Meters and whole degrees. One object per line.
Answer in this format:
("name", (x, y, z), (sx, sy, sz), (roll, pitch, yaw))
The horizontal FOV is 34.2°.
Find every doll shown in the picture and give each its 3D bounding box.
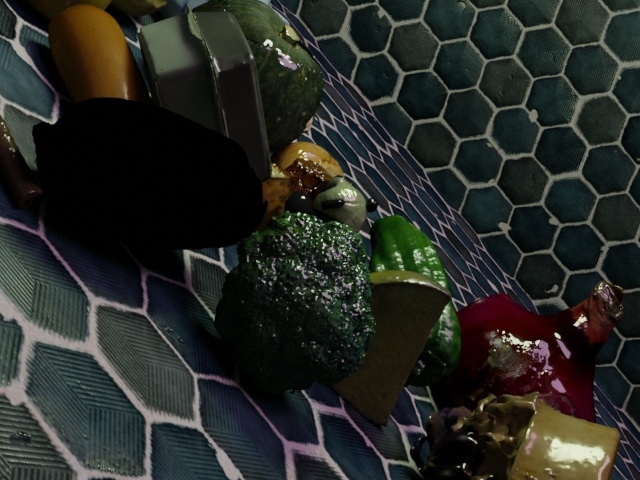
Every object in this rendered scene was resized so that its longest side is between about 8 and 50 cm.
("doll", (0.000, 0.002, 1.812), (0.143, 0.234, 0.135), (34, -10, -36))

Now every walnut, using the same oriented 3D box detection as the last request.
("walnut", (-0.032, -0.118, 2.103), (0.159, 0.159, 0.206), (57, 16, 21))

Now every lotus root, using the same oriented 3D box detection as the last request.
("lotus root", (-0.227, -0.087, 1.419), (0.397, 0.179, 0.196), (11, 28, -48))

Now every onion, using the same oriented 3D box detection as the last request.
("onion", (0.464, 0.252, 2.139), (0.398, 0.420, 0.398), (54, 7, -10))

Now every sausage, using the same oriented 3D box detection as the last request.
("sausage", (-0.323, -0.215, 1.616), (0.354, 0.116, 0.134), (63, 12, 27))

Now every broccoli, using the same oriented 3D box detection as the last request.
("broccoli", (-0.035, 0.091, 1.518), (0.270, 0.270, 0.270), (45, -14, -18))

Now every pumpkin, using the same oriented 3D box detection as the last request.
("pumpkin", (-0.146, -0.325, 2.050), (0.328, 0.257, 0.291), (48, 18, 6))

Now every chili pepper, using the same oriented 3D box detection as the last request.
("chili pepper", (0.141, 0.112, 1.971), (0.167, 0.213, 0.385), (28, 30, -24))

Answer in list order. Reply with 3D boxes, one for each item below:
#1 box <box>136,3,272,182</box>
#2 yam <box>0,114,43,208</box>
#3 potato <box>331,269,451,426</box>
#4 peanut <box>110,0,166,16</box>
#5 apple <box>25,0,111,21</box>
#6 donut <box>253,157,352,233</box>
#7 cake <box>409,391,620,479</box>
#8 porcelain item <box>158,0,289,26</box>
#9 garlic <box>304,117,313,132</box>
("box", (-0.185, -0.215, 1.687), (0.221, 0.166, 0.291), (-114, -167, -48))
("yam", (-0.441, -0.179, 1.330), (0.045, 0.045, 0.327), (-14, 63, -47))
("potato", (0.104, 0.138, 1.705), (0.269, 0.255, 0.112), (42, 19, -27))
("peanut", (-0.404, -0.540, 2.052), (0.340, 0.158, 0.174), (15, 68, -57))
("apple", (-0.433, -0.457, 1.767), (0.182, 0.155, 0.182), (44, 20, -20))
("donut", (-0.081, -0.081, 1.910), (0.112, 0.151, 0.295), (46, 24, 26))
("cake", (0.296, 0.405, 1.682), (0.321, 0.333, 0.332), (16, 5, 20))
("porcelain item", (-0.246, -0.551, 2.353), (0.405, 0.242, 0.178), (53, -8, 32))
("garlic", (-0.119, -0.304, 2.377), (0.217, 0.110, 0.228), (35, 8, -10))
